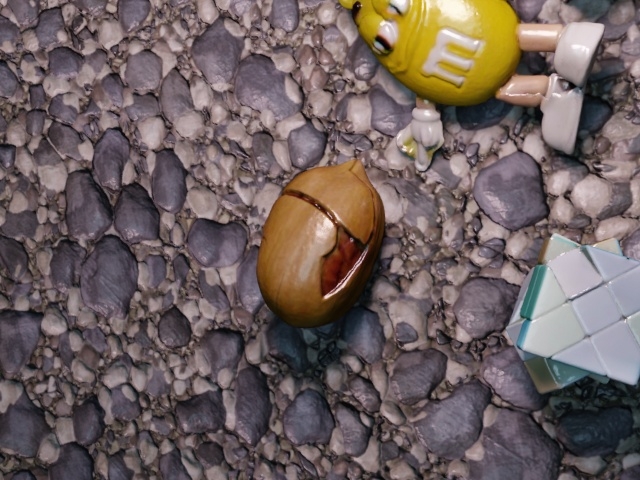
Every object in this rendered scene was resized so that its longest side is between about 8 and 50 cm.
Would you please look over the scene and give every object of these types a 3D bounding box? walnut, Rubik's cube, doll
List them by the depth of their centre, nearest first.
[{"bbox_3d":[0.406,0.118,1.706,0.224,0.213,0.265,19,89,2],"label":"Rubik's cube"},{"bbox_3d":[0.241,-0.285,1.758,0.423,0.161,0.348,-5,108,29],"label":"doll"},{"bbox_3d":[0.000,0.000,1.840,0.203,0.203,0.297,18,83,17],"label":"walnut"}]

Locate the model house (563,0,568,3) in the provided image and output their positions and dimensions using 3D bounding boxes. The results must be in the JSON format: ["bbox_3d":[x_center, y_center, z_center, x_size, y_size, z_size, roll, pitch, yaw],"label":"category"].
[{"bbox_3d":[0.402,-0.522,1.666,0.237,0.202,0.237,-34,78,12],"label":"model house"}]
